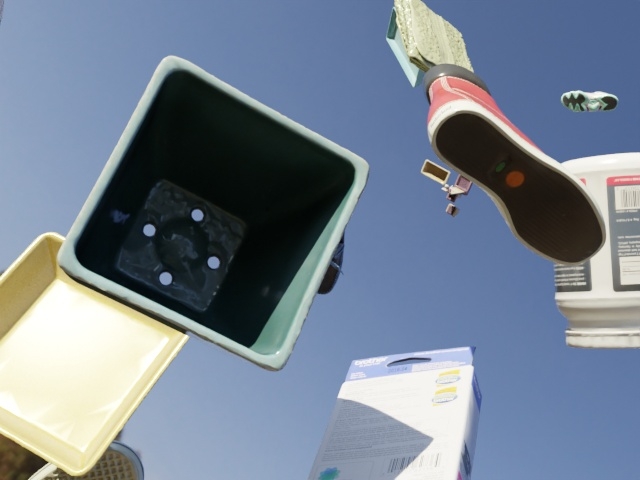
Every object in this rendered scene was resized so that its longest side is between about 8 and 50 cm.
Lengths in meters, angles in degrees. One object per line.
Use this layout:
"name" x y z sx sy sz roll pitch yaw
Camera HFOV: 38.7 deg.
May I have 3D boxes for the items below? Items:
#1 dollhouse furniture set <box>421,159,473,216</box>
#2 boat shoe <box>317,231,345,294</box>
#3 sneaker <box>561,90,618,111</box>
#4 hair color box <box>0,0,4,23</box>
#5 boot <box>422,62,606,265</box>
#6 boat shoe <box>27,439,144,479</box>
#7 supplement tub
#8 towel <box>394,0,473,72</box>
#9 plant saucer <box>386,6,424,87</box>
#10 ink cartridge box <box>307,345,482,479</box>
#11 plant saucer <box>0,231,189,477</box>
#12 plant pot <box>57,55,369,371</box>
"dollhouse furniture set" 0.244 -0.113 1.925 0.114 0.081 0.091 33 -68 27
"boat shoe" 0.000 0.000 1.892 0.089 0.109 0.258 -93 -179 -67
"sneaker" 0.483 -0.250 1.639 0.098 0.069 0.038 9 -75 13
"hair color box" -0.362 -0.290 0.981 0.072 0.043 0.141 -102 -155 -50
"boot" 0.209 -0.091 0.992 0.244 0.088 0.176 40 23 -19
"boat shoe" -0.485 0.522 1.691 0.187 0.156 0.500 37 -66 -6
"supplement tub" 0.439 0.017 1.342 0.191 0.191 0.272 -8 -97 61
"towel" 0.140 -0.237 1.104 0.110 0.148 0.027 28 -54 -28
"plant saucer" 0.156 -0.350 1.644 0.192 0.018 0.067 -107 -158 -49
"ink cartridge box" 0.096 0.246 1.121 0.186 0.311 0.065 -11 -64 21
"plant saucer" -0.401 0.180 1.443 0.333 0.333 0.081 25 -34 15
"plant pot" -0.136 -0.012 1.028 0.248 0.247 0.252 28 -16 -13
